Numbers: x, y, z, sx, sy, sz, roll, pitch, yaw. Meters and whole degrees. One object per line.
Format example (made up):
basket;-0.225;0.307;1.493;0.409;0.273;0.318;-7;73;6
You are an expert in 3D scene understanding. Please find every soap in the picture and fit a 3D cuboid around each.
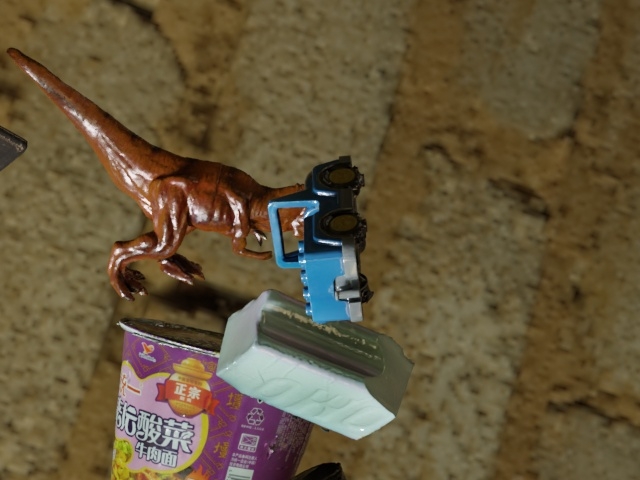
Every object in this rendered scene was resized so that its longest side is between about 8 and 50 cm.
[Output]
soap;0.000;0.153;1.816;0.145;0.230;0.091;-36;35;54

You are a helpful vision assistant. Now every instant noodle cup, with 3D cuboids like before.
instant noodle cup;-0.160;0.275;2.239;0.340;0.340;0.266;-161;84;-80

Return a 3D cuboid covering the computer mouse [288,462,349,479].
computer mouse;-0.026;0.304;1.443;0.168;0.087;0.295;-35;6;4

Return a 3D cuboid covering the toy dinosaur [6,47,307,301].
toy dinosaur;-0.182;-0.040;1.728;0.097;0.432;0.208;-88;21;-64

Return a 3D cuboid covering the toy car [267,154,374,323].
toy car;0.000;0.000;1.546;0.191;0.100;0.097;-90;-6;-54

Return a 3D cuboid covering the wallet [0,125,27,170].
wallet;-0.366;-0.110;1.484;0.082;0.156;0.018;-30;45;36
